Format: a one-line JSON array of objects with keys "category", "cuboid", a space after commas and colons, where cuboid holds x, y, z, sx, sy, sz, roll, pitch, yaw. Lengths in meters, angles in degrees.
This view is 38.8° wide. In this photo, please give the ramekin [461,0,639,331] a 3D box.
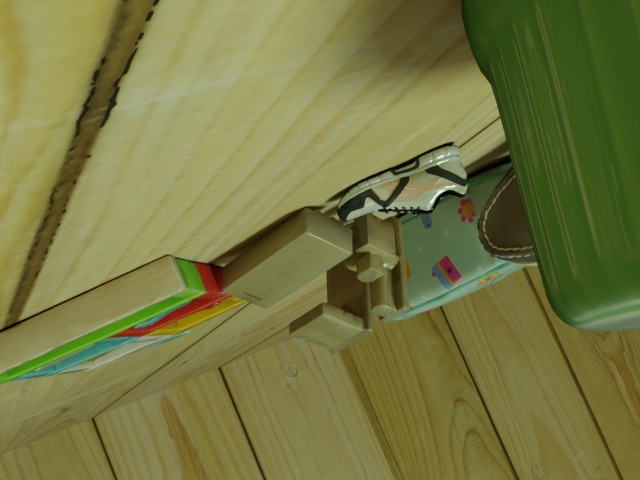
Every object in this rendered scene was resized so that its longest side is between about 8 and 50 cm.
[{"category": "ramekin", "cuboid": [0.217, -0.055, 0.356, 0.303, 0.148, 0.303, -7, 170, -1]}]

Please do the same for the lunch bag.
[{"category": "lunch bag", "cuboid": [0.193, -0.009, 1.022, 0.224, 0.108, 0.279, -16, 169, -44]}]

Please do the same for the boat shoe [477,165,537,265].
[{"category": "boat shoe", "cuboid": [0.247, -0.073, 0.752, 0.097, 0.116, 0.324, -7, 159, -48]}]

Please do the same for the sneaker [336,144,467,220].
[{"category": "sneaker", "cuboid": [0.065, -0.036, 0.714, 0.109, 0.043, 0.040, -23, 174, 11]}]

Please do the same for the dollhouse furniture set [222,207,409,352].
[{"category": "dollhouse furniture set", "cuboid": [0.000, 0.000, 0.817, 0.151, 0.123, 0.144, 25, 138, -33]}]

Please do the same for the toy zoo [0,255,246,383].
[{"category": "toy zoo", "cuboid": [-0.171, 0.074, 0.818, 0.192, 0.030, 0.293, -24, 172, 6]}]
